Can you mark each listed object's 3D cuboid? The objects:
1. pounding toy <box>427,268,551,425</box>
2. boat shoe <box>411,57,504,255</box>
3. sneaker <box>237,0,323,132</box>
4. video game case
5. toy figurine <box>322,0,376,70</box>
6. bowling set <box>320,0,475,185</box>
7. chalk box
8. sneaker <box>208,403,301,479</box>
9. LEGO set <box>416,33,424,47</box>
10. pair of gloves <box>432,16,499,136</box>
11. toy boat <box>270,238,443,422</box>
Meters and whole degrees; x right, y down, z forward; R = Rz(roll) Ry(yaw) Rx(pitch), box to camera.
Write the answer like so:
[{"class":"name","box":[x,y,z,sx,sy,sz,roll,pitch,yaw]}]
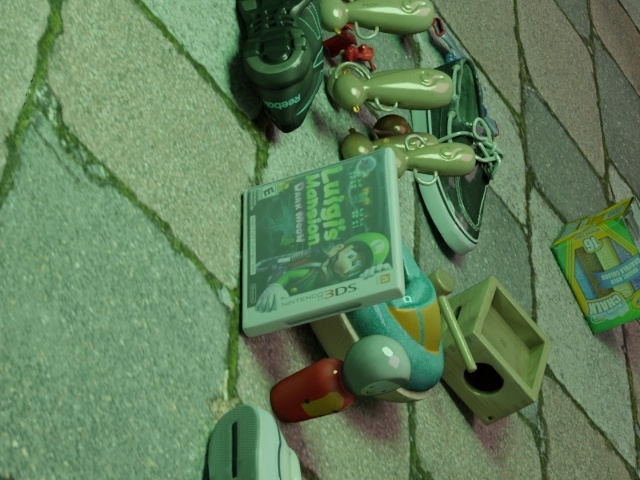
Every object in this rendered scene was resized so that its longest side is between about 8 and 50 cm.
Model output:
[{"class":"pounding toy","box":[0.178,0.128,2.024,0.206,0.094,0.181,48,34,-16]},{"class":"boat shoe","box":[0.200,-0.124,2.255,0.113,0.105,0.306,42,34,-41]},{"class":"sneaker","box":[-0.045,-0.235,1.921,0.267,0.101,0.106,-83,163,-49]},{"class":"video game case","box":[0.000,0.000,1.681,0.022,0.173,0.190,57,24,-46]},{"class":"toy figurine","box":[0.080,-0.432,2.159,0.191,0.217,0.362,23,49,-56]},{"class":"bowling set","box":[0.070,-0.153,2.035,0.154,0.200,0.287,-3,60,-19]},{"class":"chalk box","box":[0.486,0.060,2.627,0.213,0.132,0.132,64,24,-7]},{"class":"sneaker","box":[-0.051,0.262,1.448,0.091,0.094,0.258,44,32,-31]},{"class":"LEGO set","box":[0.129,-0.416,2.382,0.244,0.060,0.182,-94,162,-57]},{"class":"pair of gloves","box":[0.218,-0.242,2.449,0.159,0.023,0.198,52,17,-34]},{"class":"toy boat","box":[0.053,0.087,1.738,0.267,0.148,0.318,58,26,-17]}]
